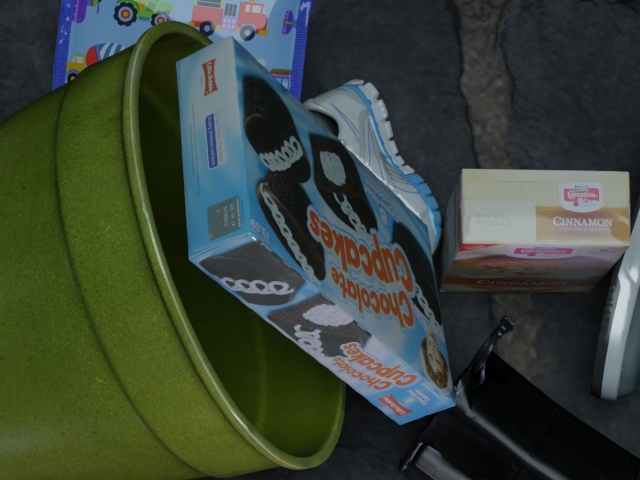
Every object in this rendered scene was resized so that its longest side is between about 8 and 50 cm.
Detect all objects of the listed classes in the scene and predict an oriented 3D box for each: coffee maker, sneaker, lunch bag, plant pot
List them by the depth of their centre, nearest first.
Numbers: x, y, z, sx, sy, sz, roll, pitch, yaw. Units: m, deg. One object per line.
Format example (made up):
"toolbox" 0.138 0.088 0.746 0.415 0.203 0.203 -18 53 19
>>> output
"plant pot" -0.215 0.055 1.584 0.353 0.366 0.366 -19 76 17
"coffee maker" 0.179 0.183 1.666 0.178 0.171 0.120 35 60 4
"sneaker" 0.358 0.026 1.744 0.178 0.124 0.295 18 74 12
"lunch bag" -0.133 -0.096 1.754 0.221 0.138 0.293 8 86 -3
"sneaker" 0.038 -0.054 1.758 0.083 0.071 0.191 -15 67 -37

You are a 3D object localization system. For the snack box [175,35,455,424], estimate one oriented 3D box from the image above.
"snack box" 0.000 0.000 1.556 0.060 0.322 0.187 -22 53 22

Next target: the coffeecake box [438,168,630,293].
"coffeecake box" 0.182 -0.005 1.705 0.142 0.185 0.068 1 76 -2
